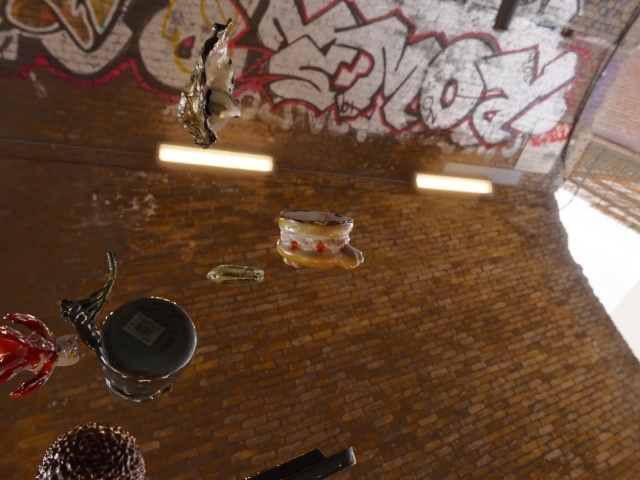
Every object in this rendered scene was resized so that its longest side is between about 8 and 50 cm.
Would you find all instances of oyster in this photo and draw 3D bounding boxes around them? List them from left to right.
[{"bbox_3d":[-0.220,-0.303,0.837,0.092,0.260,0.198,13,-129,2],"label":"oyster"}]

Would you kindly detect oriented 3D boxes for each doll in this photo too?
[{"bbox_3d":[-0.679,0.261,0.955,0.099,0.384,0.188,-8,-102,-7],"label":"doll"}]

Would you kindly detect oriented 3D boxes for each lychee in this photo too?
[{"bbox_3d":[-0.657,0.668,1.190,0.304,0.276,0.276,-6,-150,11],"label":"lychee"}]

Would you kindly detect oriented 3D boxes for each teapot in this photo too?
[{"bbox_3d":[-0.488,0.297,1.045,0.305,0.285,0.223,10,-132,-21],"label":"teapot"}]

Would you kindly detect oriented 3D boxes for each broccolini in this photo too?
[{"bbox_3d":[-0.732,0.150,1.313,0.123,0.062,0.271,21,-125,-23],"label":"broccolini"}]

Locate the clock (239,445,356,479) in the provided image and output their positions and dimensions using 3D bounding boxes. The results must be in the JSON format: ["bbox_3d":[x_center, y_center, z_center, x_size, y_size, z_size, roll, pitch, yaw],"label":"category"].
[{"bbox_3d":[-0.110,0.400,0.652,0.273,0.279,0.049,-4,-121,-36],"label":"clock"}]

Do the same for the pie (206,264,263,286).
[{"bbox_3d":[-0.365,0.154,1.788,0.248,0.090,0.201,2,169,-22],"label":"pie"}]

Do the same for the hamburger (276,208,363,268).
[{"bbox_3d":[0.000,0.000,1.414,0.302,0.186,0.261,4,-168,13],"label":"hamburger"}]
